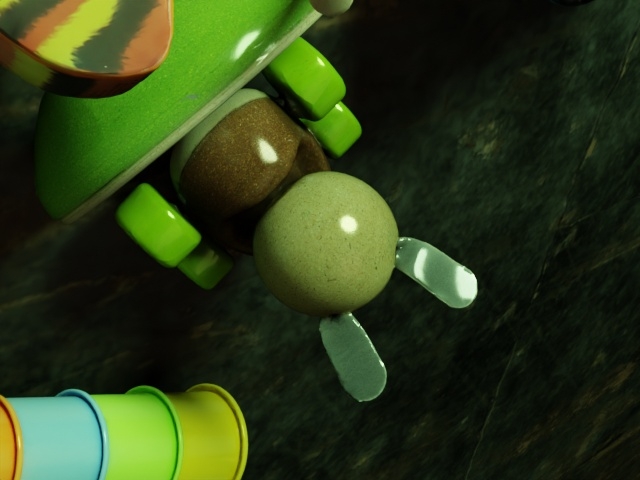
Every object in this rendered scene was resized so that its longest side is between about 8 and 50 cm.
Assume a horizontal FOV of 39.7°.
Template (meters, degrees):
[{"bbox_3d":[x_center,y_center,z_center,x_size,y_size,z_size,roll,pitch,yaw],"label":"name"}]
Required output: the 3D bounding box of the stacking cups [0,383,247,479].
[{"bbox_3d":[-0.192,0.148,0.587,0.316,0.096,0.096,7,117,-48],"label":"stacking cups"}]

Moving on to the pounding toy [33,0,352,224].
[{"bbox_3d":[-0.078,-0.118,0.432,0.237,0.110,0.183,-31,-164,33],"label":"pounding toy"}]

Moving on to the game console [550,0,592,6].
[{"bbox_3d":[0.183,-0.322,0.497,0.293,0.250,0.173,-35,169,-19],"label":"game console"}]

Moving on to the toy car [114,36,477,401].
[{"bbox_3d":[0.000,0.000,0.551,0.155,0.188,0.149,-46,164,-2],"label":"toy car"}]

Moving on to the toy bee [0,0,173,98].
[{"bbox_3d":[-0.117,-0.206,0.310,0.162,0.298,0.195,9,156,-21],"label":"toy bee"}]
